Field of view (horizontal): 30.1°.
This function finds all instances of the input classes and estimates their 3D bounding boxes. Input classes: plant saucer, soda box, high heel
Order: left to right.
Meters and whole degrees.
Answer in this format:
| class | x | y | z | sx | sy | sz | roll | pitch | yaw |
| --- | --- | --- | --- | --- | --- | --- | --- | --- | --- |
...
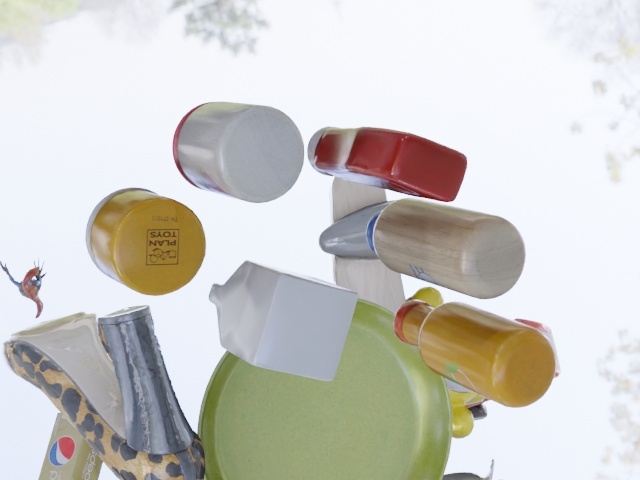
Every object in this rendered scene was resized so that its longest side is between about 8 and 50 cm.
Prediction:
| class | x | y | z | sx | sy | sz | roll | pitch | yaw |
| --- | --- | --- | --- | --- | --- | --- | --- | --- | --- |
| soda box | -0.351 | 0.333 | 1.655 | 0.061 | 0.058 | 0.181 | -5 | -123 | 28 |
| high heel | -0.196 | 0.157 | 1.027 | 0.093 | 0.186 | 0.261 | -19 | -175 | -37 |
| plant saucer | 0.003 | 0.169 | 1.067 | 0.241 | 0.241 | 0.037 | -21 | -174 | -18 |

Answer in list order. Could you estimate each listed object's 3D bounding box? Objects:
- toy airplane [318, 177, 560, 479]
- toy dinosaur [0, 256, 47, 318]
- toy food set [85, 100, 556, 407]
| class | x | y | z | sx | sy | sz | roll | pitch | yaw |
| --- | --- | --- | --- | --- | --- | --- | --- | --- | --- |
| toy airplane | 0.092 | 0.144 | 1.364 | 0.384 | 0.386 | 0.272 | -54 | -167 | -30 |
| toy dinosaur | -0.339 | 0.053 | 1.411 | 0.047 | 0.090 | 0.082 | -28 | -166 | -8 |
| toy food set | 0.000 | 0.000 | 0.548 | 0.232 | 0.111 | 0.104 | 15 | -179 | -29 |
